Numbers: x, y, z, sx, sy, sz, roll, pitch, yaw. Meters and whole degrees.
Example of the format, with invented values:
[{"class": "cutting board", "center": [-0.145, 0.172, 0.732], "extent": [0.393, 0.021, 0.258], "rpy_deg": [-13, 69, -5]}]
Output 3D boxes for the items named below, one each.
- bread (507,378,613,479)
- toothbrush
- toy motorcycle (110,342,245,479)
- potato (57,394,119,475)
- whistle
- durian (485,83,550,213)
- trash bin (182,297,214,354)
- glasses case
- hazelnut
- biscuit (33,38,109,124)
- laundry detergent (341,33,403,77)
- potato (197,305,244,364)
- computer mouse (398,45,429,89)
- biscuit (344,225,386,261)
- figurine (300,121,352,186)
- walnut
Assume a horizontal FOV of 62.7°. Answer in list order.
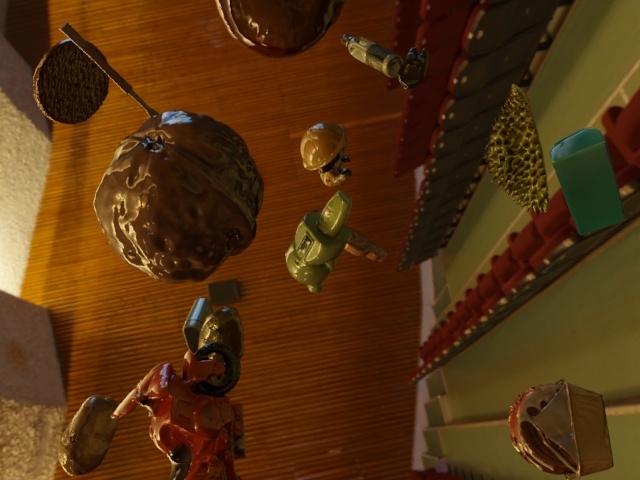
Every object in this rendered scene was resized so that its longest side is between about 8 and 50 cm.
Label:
[{"class": "bread", "center": [0.557, 0.445, 1.237], "extent": [0.142, 0.211, 0.225], "rpy_deg": [71, -160, -63]}, {"class": "toothbrush", "center": [-0.289, -0.229, 0.750], "extent": [0.017, 0.014, 0.194], "rpy_deg": [33, 170, 39]}, {"class": "toy motorcycle", "center": [-0.234, 0.342, 0.883], "extent": [0.147, 0.221, 0.326], "rpy_deg": [150, 117, -63]}, {"class": "potato", "center": [-0.501, 0.420, 1.140], "extent": [0.107, 0.079, 0.171], "rpy_deg": [47, -132, -45]}, {"class": "whistle", "center": [0.000, 0.000, 0.933], "extent": [0.105, 0.085, 0.227], "rpy_deg": [50, 135, 23]}, {"class": "durian", "center": [0.535, -0.208, 1.359], "extent": [0.157, 0.169, 0.356], "rpy_deg": [20, 146, 44]}, {"class": "trash bin", "center": [-0.363, 0.258, 1.584], "extent": [0.130, 0.059, 0.116], "rpy_deg": [-83, -13, -58]}, {"class": "glasses case", "center": [0.640, -0.135, 1.258], "extent": [0.301, 0.117, 0.070], "rpy_deg": [45, -149, -42]}, {"class": "hazelnut", "center": [-0.092, -0.665, 1.292], "extent": [0.410, 0.358, 0.359], "rpy_deg": [112, 154, -45]}, {"class": "biscuit", "center": [-0.535, -0.341, 1.136], "extent": [0.188, 0.027, 0.188], "rpy_deg": [-53, -19, -28]}, {"class": "laundry detergent", "center": [0.154, -0.592, 1.656], "extent": [0.225, 0.099, 0.070], "rpy_deg": [40, 119, 27]}, {"class": "potato", "center": [-0.211, 0.216, 1.140], "extent": [0.085, 0.105, 0.188], "rpy_deg": [50, 141, 34]}, {"class": "computer mouse", "center": [0.283, -0.517, 1.589], "extent": [0.047, 0.079, 0.135], "rpy_deg": [18, -90, -78]}, {"class": "biscuit", "center": [0.075, -0.007, 1.449], "extent": [0.144, 0.236, 0.040], "rpy_deg": [-82, 16, -63]}, {"class": "figurine", "center": [0.021, -0.289, 1.807], "extent": [0.257, 0.167, 0.193], "rpy_deg": [73, -169, -53]}, {"class": "walnut", "center": [-0.208, -0.064, 0.824], "extent": [0.273, 0.226, 0.274], "rpy_deg": [-4, -90, -82]}]
